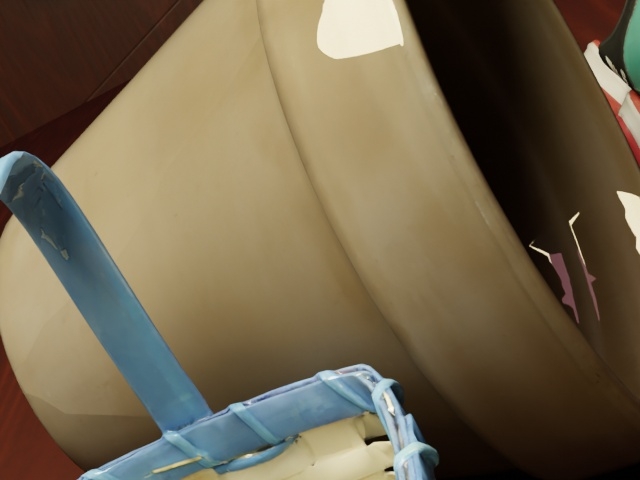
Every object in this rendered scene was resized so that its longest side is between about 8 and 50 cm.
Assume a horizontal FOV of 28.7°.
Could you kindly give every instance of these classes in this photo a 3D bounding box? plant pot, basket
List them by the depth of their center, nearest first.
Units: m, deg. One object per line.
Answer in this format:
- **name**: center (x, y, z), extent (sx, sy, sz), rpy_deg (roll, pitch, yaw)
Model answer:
- **basket**: center (-0.053, 0.129, 0.412), extent (0.201, 0.289, 0.255), rpy_deg (-23, 21, 12)
- **plant pot**: center (0.000, 0.000, 0.646), extent (0.280, 0.323, 0.323), rpy_deg (-27, 19, 25)

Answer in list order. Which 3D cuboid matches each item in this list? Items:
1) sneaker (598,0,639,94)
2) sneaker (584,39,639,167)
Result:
- **sneaker**: center (0.265, -0.229, 0.786), extent (0.121, 0.108, 0.302), rpy_deg (24, 86, 59)
- **sneaker**: center (0.190, -0.046, 0.871), extent (0.128, 0.087, 0.221), rpy_deg (-44, 18, 18)
